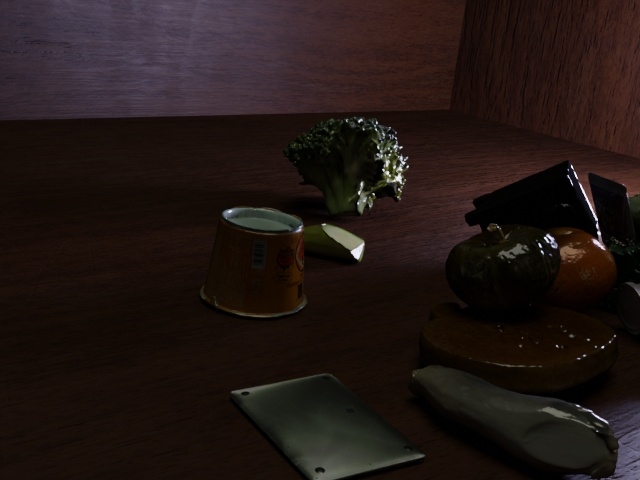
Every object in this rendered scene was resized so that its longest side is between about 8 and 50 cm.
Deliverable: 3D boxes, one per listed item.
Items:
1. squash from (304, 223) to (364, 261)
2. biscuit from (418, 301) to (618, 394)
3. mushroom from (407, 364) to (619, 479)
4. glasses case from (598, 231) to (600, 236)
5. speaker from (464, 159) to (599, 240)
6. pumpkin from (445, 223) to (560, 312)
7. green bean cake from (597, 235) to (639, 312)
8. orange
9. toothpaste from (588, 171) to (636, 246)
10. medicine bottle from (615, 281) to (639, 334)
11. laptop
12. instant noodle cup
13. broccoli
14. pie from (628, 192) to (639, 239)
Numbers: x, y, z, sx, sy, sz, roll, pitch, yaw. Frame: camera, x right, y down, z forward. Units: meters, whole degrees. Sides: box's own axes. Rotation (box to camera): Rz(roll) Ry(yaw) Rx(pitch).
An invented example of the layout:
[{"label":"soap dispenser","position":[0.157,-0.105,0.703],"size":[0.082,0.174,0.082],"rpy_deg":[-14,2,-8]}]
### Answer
[{"label":"squash","position":[0.001,-0.002,2.010],"size":[0.200,0.075,0.090],"rpy_deg":[8,43,10]},{"label":"biscuit","position":[0.340,0.187,1.537],"size":[0.395,0.070,0.351],"rpy_deg":[-9,17,-40]},{"label":"mushroom","position":[0.274,0.258,1.257],"size":[0.351,0.097,0.109],"rpy_deg":[18,20,39]},{"label":"glasses case","position":[0.757,-0.026,2.432],"size":[0.032,0.021,0.083],"rpy_deg":[-9,23,-39]},{"label":"speaker","position":[0.493,-0.044,1.983],"size":[0.254,0.184,0.232],"rpy_deg":[-24,7,21]},{"label":"pumpkin","position":[0.336,0.041,1.620],"size":[0.219,0.162,0.219],"rpy_deg":[-16,17,5]},{"label":"green bean cake","position":[0.640,0.056,1.861],"size":[0.208,0.193,0.107],"rpy_deg":[16,26,33]},{"label":"orange","position":[0.496,0.062,1.763],"size":[0.224,0.170,0.224],"rpy_deg":[-25,13,6]},{"label":"toothpaste","position":[0.670,-0.016,1.928],"size":[0.073,0.299,0.114],"rpy_deg":[-32,32,-12]},{"label":"medicine bottle","position":[0.825,0.100,1.753],"size":[0.427,0.108,0.108],"rpy_deg":[-10,21,-10]},{"label":"laptop","position":[0.004,0.268,1.257],"size":[0.188,0.015,0.269],"rpy_deg":[-5,21,-31]},{"label":"instant noodle cup","position":[-0.123,0.036,1.685],"size":[0.216,0.172,0.215],"rpy_deg":[7,18,-2]},{"label":"broccoli","position":[0.073,-0.208,2.366],"size":[0.335,0.271,0.324],"rpy_deg":[-1,11,11]},{"label":"pie","position":[0.781,0.016,1.917],"size":[0.071,0.306,0.306],"rpy_deg":[-38,34,-15]}]
